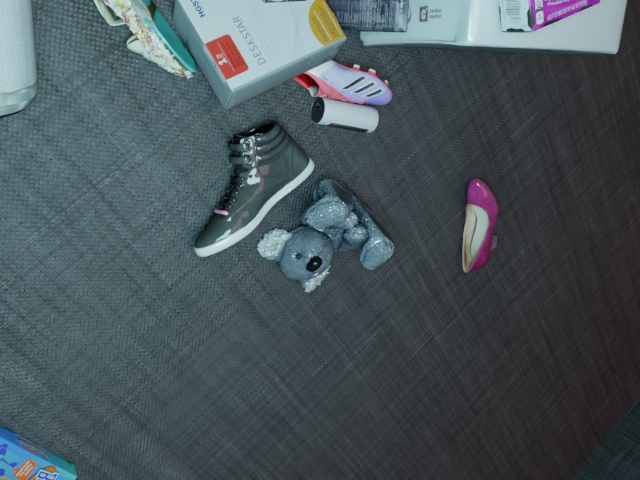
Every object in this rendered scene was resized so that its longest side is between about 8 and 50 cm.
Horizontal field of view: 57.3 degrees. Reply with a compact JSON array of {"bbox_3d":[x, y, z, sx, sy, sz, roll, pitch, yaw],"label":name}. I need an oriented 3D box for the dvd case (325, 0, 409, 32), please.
[{"bbox_3d":[0.051,-0.463,1.053,0.018,0.221,0.164,-46,140,-66],"label":"dvd case"}]

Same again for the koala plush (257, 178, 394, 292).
[{"bbox_3d":[0.000,0.000,1.205,0.196,0.203,0.221,37,107,-26],"label":"koala plush"}]

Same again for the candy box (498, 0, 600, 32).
[{"bbox_3d":[0.344,-0.458,0.895,0.159,0.071,0.233,-28,119,-20],"label":"candy box"}]

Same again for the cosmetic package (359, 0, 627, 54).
[{"bbox_3d":[0.331,-0.528,1.107,0.394,0.329,0.327,-8,110,-28],"label":"cosmetic package"}]

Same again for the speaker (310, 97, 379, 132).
[{"bbox_3d":[0.050,-0.256,1.195,0.136,0.055,0.055,3,105,-33],"label":"speaker"}]

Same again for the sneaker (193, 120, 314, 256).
[{"bbox_3d":[-0.154,-0.109,1.097,0.296,0.105,0.147,-45,122,-18],"label":"sneaker"}]

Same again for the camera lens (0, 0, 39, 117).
[{"bbox_3d":[-0.481,-0.295,0.731,0.220,0.219,0.274,-8,121,-30],"label":"camera lens"}]

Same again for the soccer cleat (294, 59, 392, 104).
[{"bbox_3d":[0.031,-0.306,1.145,0.248,0.083,0.095,20,81,-30],"label":"soccer cleat"}]

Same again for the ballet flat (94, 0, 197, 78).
[{"bbox_3d":[-0.296,-0.354,0.939,0.077,0.091,0.241,-24,128,15],"label":"ballet flat"}]

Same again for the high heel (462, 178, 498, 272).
[{"bbox_3d":[0.381,-0.034,1.464,0.117,0.082,0.244,-42,137,-25],"label":"high heel"}]

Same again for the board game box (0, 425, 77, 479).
[{"bbox_3d":[-0.577,0.431,1.051,0.160,0.047,0.210,-48,125,-9],"label":"board game box"}]

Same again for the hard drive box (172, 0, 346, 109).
[{"bbox_3d":[-0.103,-0.359,1.002,0.232,0.089,0.181,-32,92,-19],"label":"hard drive box"}]
